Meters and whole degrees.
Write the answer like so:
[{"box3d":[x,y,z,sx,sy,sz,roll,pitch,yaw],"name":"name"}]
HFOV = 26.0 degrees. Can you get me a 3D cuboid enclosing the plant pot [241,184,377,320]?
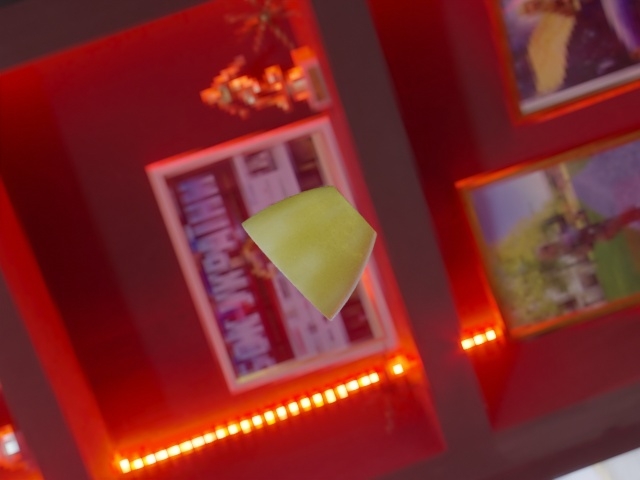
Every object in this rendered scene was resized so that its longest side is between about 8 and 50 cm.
[{"box3d":[0.000,0.000,1.405,0.134,0.095,0.134,47,-179,-1],"name":"plant pot"}]
